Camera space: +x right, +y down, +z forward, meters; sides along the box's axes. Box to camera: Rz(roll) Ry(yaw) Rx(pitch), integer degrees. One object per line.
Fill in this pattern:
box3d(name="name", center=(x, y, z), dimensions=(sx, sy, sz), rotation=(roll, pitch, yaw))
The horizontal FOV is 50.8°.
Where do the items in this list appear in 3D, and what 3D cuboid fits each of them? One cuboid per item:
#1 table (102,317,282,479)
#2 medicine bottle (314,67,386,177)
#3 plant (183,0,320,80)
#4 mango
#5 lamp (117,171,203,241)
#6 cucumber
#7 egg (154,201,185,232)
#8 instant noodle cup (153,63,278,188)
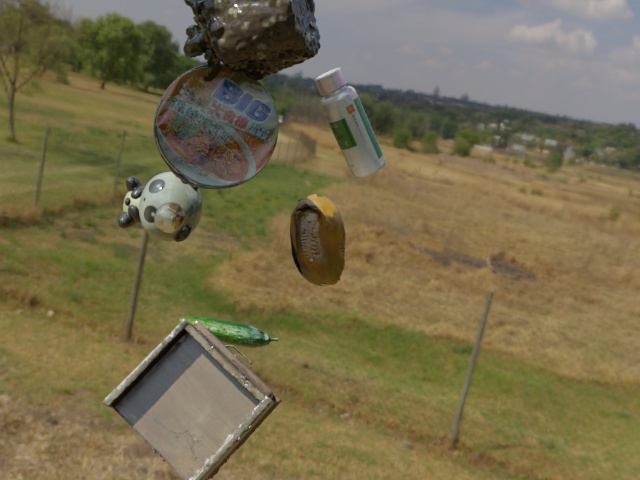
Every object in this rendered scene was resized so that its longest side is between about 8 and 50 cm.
box3d(name="table", center=(-0.171, 0.229, 0.970), dimensions=(0.169, 0.172, 0.193), rotation=(41, -12, 9))
box3d(name="medicine bottle", center=(0.070, -0.282, 1.622), dimensions=(0.095, 0.260, 0.095), rotation=(-22, 20, 8))
box3d(name="plant", center=(-0.171, -0.459, 1.435), dimensions=(0.312, 0.215, 0.213), rotation=(-6, -4, 17))
box3d(name="mango", center=(0.000, 0.000, 1.817), dimensions=(0.156, 0.249, 0.151), rotation=(-16, -9, 39))
box3d(name="lamp", center=(-0.447, -0.097, 1.897), dimensions=(0.243, 0.198, 0.197), rotation=(5, 8, 25))
box3d(name="cucumber", center=(-0.219, 0.221, 1.602), dimensions=(0.250, 0.056, 0.056), rotation=(15, 10, -17))
box3d(name="egg", center=(-0.360, -0.057, 1.617), dimensions=(0.071, 0.071, 0.083), rotation=(12, 23, 3))
box3d(name="instant noodle cup", center=(-0.254, -0.267, 1.651), dimensions=(0.296, 0.297, 0.214), rotation=(10, 2, -10))
